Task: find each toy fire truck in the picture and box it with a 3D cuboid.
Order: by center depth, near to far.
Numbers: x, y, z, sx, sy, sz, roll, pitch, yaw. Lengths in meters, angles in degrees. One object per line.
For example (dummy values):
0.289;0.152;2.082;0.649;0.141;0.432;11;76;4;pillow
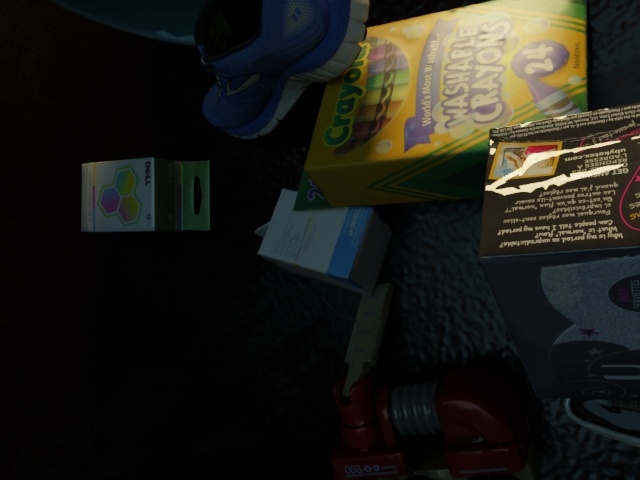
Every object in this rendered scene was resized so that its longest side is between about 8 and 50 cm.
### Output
0.111;0.176;0.654;0.217;0.158;0.247;-17;94;27;toy fire truck

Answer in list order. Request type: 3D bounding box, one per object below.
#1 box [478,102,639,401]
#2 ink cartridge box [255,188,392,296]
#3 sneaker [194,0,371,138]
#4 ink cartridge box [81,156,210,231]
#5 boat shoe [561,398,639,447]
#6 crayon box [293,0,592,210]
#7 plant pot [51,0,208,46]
0.245;0.027;0.486;0.163;0.247;0.142;-5;52;28;box
0.000;0.000;0.710;0.143;0.092;0.090;15;78;26;ink cartridge box
-0.081;-0.226;0.674;0.330;0.147;0.130;-23;55;58;sneaker
-0.270;-0.067;0.878;0.209;0.062;0.109;0;91;27;ink cartridge box
0.367;0.163;0.536;0.267;0.088;0.096;7;94;28;boat shoe
0.113;-0.144;0.617;0.322;0.083;0.203;-3;59;28;crayon box
-0.195;-0.466;0.700;0.341;0.341;0.334;8;87;27;plant pot
